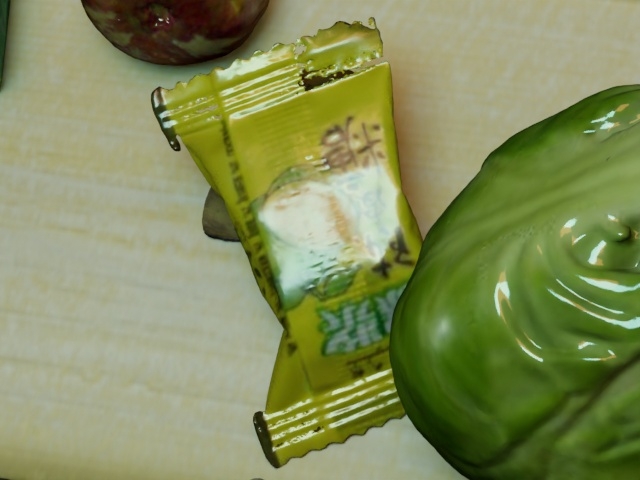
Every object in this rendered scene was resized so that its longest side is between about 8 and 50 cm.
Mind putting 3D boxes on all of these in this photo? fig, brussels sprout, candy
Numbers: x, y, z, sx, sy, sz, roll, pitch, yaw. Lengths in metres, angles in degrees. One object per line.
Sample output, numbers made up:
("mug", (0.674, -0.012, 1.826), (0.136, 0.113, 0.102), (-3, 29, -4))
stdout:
("fig", (-0.099, -0.250, 1.556), (0.160, 0.143, 0.230), (34, 65, -13))
("brussels sprout", (0.222, 0.036, 1.286), (0.289, 0.354, 0.281), (31, 48, -6))
("candy", (0.000, 0.000, 1.433), (0.187, 0.081, 0.297), (-20, 92, 5))

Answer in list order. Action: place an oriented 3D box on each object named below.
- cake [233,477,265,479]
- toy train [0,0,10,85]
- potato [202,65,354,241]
("cake", (0.059, 0.316, 1.239), (0.309, 0.237, 0.230), (17, 71, 13))
("toy train", (-0.374, -0.076, 1.519), (0.237, 0.150, 0.368), (1, 69, 2))
("potato", (-0.012, -0.064, 1.489), (0.101, 0.089, 0.172), (37, 75, 17))
